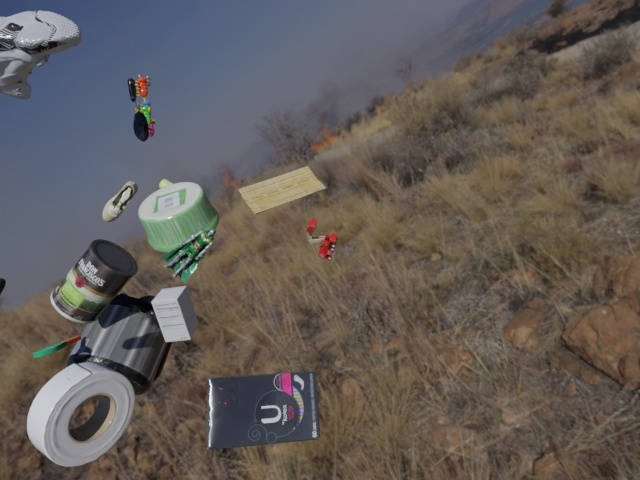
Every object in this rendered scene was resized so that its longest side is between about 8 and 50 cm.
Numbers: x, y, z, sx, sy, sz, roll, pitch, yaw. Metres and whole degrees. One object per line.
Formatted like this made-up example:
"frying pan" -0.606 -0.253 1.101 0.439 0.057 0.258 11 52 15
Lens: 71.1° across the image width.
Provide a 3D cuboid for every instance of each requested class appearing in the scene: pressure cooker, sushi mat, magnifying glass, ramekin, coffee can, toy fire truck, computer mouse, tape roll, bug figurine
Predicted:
"pressure cooker" -0.868 0.438 2.019 0.376 0.369 0.421 99 -177 -53
"sushi mat" -0.150 -0.201 1.757 0.316 0.151 0.019 -22 -33 -21
"magnifying glass" -1.001 0.403 1.716 0.092 0.026 0.231 -16 -1 5
"ramekin" -0.578 -0.106 1.808 0.303 0.148 0.303 -10 38 8
"coffee can" -0.892 0.163 1.773 0.275 0.201 0.201 -48 13 10
"toy fire truck" 0.000 0.000 1.872 0.192 0.135 0.047 105 -178 -50
"computer mouse" -0.697 -0.491 1.685 0.041 0.242 0.071 -14 -2 -41
"tape roll" -0.714 0.519 1.354 0.100 0.286 0.286 11 41 33
"bug figurine" -0.758 -0.568 1.937 0.072 0.216 0.279 -6 -10 -18

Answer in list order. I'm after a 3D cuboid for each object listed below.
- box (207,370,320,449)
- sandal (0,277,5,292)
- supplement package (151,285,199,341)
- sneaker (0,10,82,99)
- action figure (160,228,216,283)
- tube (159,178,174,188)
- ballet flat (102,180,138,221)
"box" -0.148 0.428 1.139 0.270 0.165 0.143 -1 -20 -11
"sandal" -0.933 0.167 1.249 0.179 0.040 0.067 -45 21 26
"supplement package" -0.548 0.278 1.698 0.105 0.179 0.105 -8 21 8
"sneaker" -0.891 -0.558 1.359 0.365 0.137 0.210 -11 -24 -8
"action figure" -0.473 0.035 1.661 0.232 0.137 0.063 -43 5 6
"tube" -0.775 -0.257 2.463 0.070 0.240 0.062 -62 -11 21
"ballet flat" -0.990 -0.185 2.203 0.248 0.086 0.086 -53 14 5
